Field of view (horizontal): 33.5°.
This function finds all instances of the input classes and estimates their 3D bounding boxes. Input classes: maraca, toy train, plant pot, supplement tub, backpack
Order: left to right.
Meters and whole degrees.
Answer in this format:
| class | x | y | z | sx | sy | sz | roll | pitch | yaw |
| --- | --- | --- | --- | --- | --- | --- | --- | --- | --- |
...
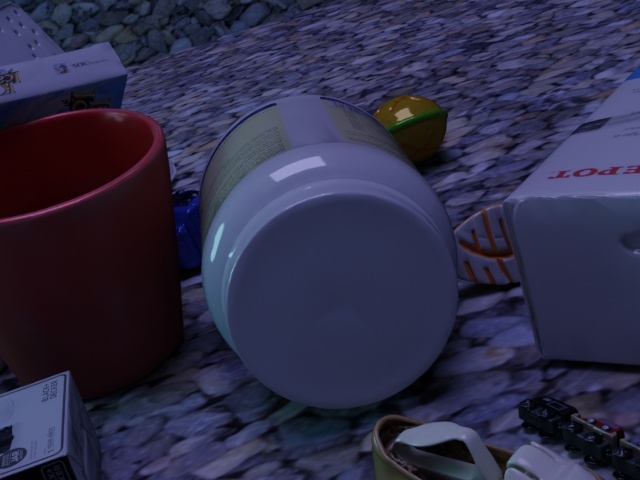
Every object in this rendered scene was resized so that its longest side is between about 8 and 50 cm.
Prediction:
| class | x | y | z | sx | sy | sz | roll | pitch | yaw |
| --- | --- | --- | --- | --- | --- | --- | --- | --- | --- |
| plant pot | -0.272 | 0.020 | 1.153 | 0.274 | 0.243 | 0.275 | -10 | 29 | 6 |
| backpack | -0.195 | -0.012 | 1.416 | 0.120 | 0.098 | 0.101 | 1 | 31 | 37 |
| supplement tub | 0.000 | 0.000 | 1.037 | 0.235 | 0.235 | 0.325 | -17 | 21 | -1 |
| maraca | 0.120 | -0.153 | 1.540 | 0.127 | 0.099 | 0.186 | -18 | -5 | -7 |
| toy train | 0.207 | 0.149 | 0.795 | 0.036 | 0.027 | 0.158 | -14 | 17 | -25 |

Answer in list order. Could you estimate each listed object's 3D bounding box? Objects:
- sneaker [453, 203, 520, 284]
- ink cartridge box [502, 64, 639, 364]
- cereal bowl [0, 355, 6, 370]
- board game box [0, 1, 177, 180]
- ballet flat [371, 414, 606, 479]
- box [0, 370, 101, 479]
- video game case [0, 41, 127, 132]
| class | x | y | z | sx | sy | sz | roll | pitch | yaw |
| --- | --- | --- | --- | --- | --- | --- | --- | --- | --- |
| sneaker | 0.217 | -0.011 | 1.134 | 0.214 | 0.084 | 0.083 | -20 | 7 | -17 |
| ink cartridge box | 0.382 | -0.049 | 0.959 | 0.285 | 0.166 | 0.395 | -1 | 25 | 38 |
| cereal bowl | -0.548 | 0.117 | 1.309 | 0.339 | 0.141 | 0.339 | -14 | 20 | 5 |
| board game box | -0.410 | -0.170 | 1.624 | 0.050 | 0.390 | 0.390 | -39 | 14 | 19 |
| ballet flat | 0.123 | 0.170 | 0.738 | 0.232 | 0.073 | 0.080 | 3 | 29 | 42 |
| box | -0.343 | 0.231 | 0.930 | 0.290 | 0.087 | 0.169 | -19 | 21 | -7 |
| video game case | -0.373 | -0.107 | 1.305 | 0.244 | 0.269 | 0.061 | -21 | 65 | -31 |
